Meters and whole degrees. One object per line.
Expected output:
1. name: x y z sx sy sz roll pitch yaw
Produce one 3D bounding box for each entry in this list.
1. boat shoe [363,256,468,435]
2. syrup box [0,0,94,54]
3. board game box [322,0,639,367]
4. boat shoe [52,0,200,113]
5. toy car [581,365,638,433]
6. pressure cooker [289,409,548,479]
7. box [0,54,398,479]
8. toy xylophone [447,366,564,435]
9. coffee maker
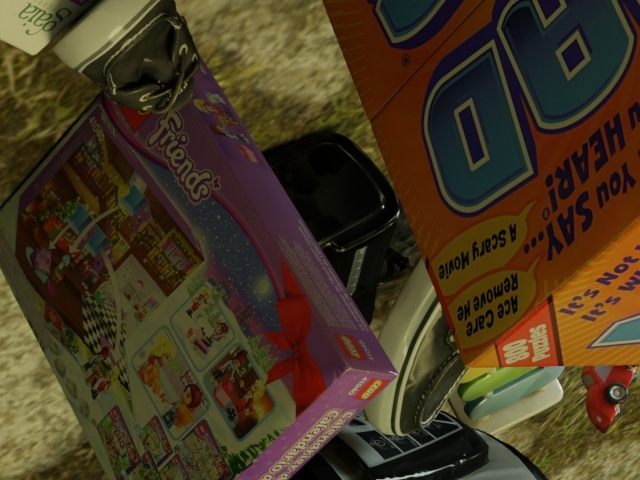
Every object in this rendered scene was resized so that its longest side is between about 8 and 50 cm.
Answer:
1. boat shoe: 0.146 0.046 1.678 0.121 0.119 0.335 -24 144 -60
2. syrup box: -0.122 -0.220 1.087 0.237 0.096 0.093 -41 152 14
3. board game box: 0.261 -0.162 1.206 0.357 0.356 0.356 1 147 -37
4. boat shoe: -0.107 -0.110 1.194 0.080 0.076 0.228 -44 -177 -5
5. toy car: 0.327 0.065 2.000 0.239 0.053 0.225 -67 169 13
6. pressure cooker: 0.003 0.354 1.834 0.420 0.375 0.370 2 139 -39
7. box: -0.096 0.039 1.317 0.201 0.293 0.057 -45 148 23
8. toy xylophone: 0.211 0.064 1.908 0.236 0.081 0.322 -29 153 -8
9. coffee maker: 0.000 0.000 1.576 0.171 0.120 0.178 -51 165 -33
